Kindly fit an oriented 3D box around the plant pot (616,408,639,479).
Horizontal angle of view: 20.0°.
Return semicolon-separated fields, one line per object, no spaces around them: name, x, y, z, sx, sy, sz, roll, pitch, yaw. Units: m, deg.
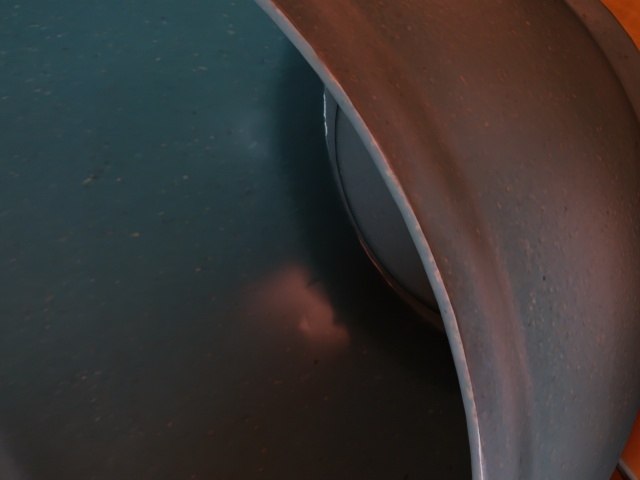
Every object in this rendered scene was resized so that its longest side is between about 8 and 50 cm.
plant pot;0.209;0.068;0.621;0.188;0.205;0.205;-34;69;1

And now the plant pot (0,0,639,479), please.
plant pot;0.000;0.000;0.619;0.196;0.293;0.293;-25;64;-41
